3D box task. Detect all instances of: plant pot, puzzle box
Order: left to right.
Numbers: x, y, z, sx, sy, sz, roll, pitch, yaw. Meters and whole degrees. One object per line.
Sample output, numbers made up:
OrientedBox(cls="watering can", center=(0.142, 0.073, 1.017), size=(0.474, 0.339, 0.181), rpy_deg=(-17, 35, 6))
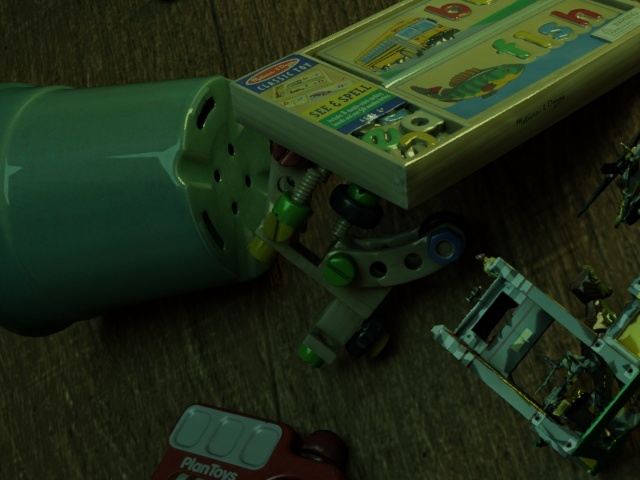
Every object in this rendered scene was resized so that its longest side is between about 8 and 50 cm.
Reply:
OrientedBox(cls="plant pot", center=(-0.241, -0.057, 1.567), size=(0.334, 0.341, 0.341), rpy_deg=(-6, 67, 27))
OrientedBox(cls="puzzle box", center=(0.143, -0.186, 1.324), size=(0.409, 0.052, 0.272), rpy_deg=(-31, 40, -30))

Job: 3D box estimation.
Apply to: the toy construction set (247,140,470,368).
OrientedBox(cls="toy construction set", center=(0.000, 0.000, 1.431), size=(0.237, 0.257, 0.309), rpy_deg=(-58, 26, 19))

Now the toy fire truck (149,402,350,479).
OrientedBox(cls="toy fire truck", center=(-0.091, 0.311, 1.393), size=(0.302, 0.169, 0.254), rpy_deg=(5, 55, 38))

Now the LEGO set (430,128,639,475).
OrientedBox(cls="LEGO set", center=(0.256, 0.052, 1.164), size=(0.192, 0.255, 0.331), rpy_deg=(41, 105, 25))
